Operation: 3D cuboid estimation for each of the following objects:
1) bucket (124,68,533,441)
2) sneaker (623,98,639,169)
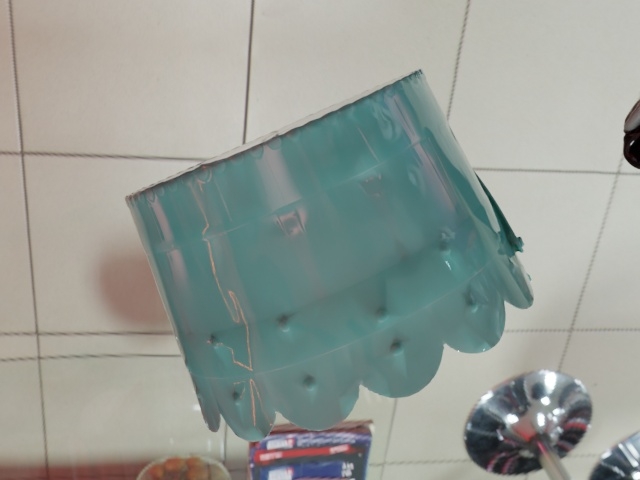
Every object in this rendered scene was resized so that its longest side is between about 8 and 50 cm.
[{"bbox_3d":[0.000,0.000,0.578,0.281,0.281,0.183,-22,100,2],"label":"bucket"},{"bbox_3d":[0.322,-0.104,0.676,0.132,0.086,0.228,-43,149,0],"label":"sneaker"}]
